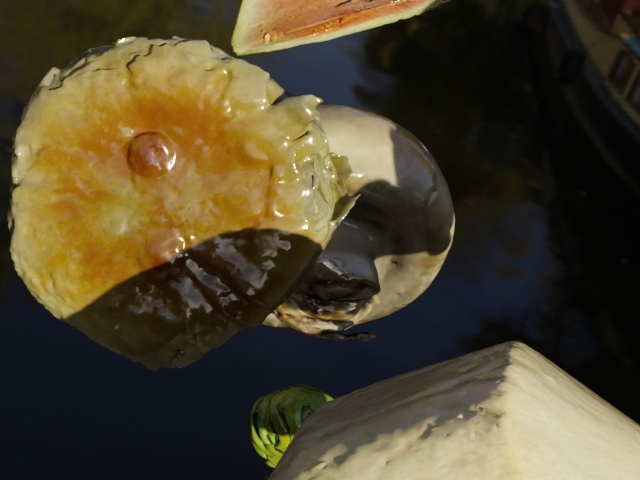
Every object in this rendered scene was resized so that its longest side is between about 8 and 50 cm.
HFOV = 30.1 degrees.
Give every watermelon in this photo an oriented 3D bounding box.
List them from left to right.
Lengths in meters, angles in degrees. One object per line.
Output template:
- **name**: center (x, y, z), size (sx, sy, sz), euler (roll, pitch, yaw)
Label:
- **watermelon**: center (0.050, -0.283, 1.377), size (0.303, 0.128, 0.159), euler (-13, 56, 8)

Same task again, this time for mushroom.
- **mushroom**: center (0.000, 0.000, 1.561), size (0.362, 0.362, 0.295), euler (10, 48, -18)

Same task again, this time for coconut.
- **coconut**: center (0.120, 0.211, 0.796), size (0.328, 0.329, 0.329), euler (16, 26, -8)

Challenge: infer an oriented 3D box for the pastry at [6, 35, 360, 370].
- **pastry**: center (-0.142, -0.045, 1.119), size (0.329, 0.330, 0.136), euler (20, 9, 0)

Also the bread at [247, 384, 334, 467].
- **bread**: center (-0.022, 0.218, 1.318), size (0.139, 0.130, 0.071), euler (-4, 44, 42)
